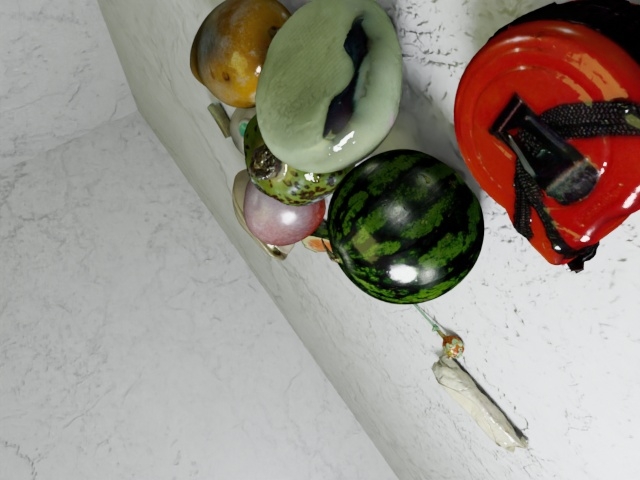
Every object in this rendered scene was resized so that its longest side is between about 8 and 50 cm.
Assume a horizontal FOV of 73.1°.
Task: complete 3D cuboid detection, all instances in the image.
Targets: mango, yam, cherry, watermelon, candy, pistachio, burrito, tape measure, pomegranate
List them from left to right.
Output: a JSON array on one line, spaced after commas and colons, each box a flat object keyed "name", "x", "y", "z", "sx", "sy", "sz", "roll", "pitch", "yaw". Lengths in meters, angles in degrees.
[{"name": "yam", "x": -0.352, "y": -0.431, "z": 1.553, "sx": 0.132, "sy": 0.054, "sz": 0.054, "roll": 60, "pitch": 160, "yaw": -11}, {"name": "mango", "x": -0.173, "y": -0.397, "z": 0.931, "sx": 0.383, "sy": 0.198, "sz": 0.222, "roll": 17, "pitch": 102, "yaw": 51}, {"name": "pistachio", "x": -0.176, "y": -0.090, "z": 1.426, "sx": 0.207, "sy": 0.226, "sz": 0.332, "roll": -29, "pitch": 83, "yaw": 30}, {"name": "cherry", "x": -0.114, "y": -0.085, "z": 1.217, "sx": 0.206, "sy": 0.239, "sz": 0.240, "roll": -112, "pitch": -3, "yaw": -71}, {"name": "pomegranate", "x": -0.050, "y": -0.185, "z": 0.915, "sx": 0.254, "sy": 0.270, "sz": 0.255, "roll": 10, "pitch": 114, "yaw": 24}, {"name": "watermelon", "x": 0.005, "y": -0.003, "z": 1.364, "sx": 0.119, "sy": 0.063, "sz": 0.245, "roll": 42, "pitch": 158, "yaw": -13}, {"name": "watermelon", "x": 0.137, "y": -0.017, "z": 0.727, "sx": 0.269, "sy": 0.268, "sz": 0.269, "roll": 47, "pitch": 158, "yaw": 26}, {"name": "candy", "x": 0.282, "y": 0.214, "z": 1.065, "sx": 0.185, "sy": 0.049, "sz": 0.056, "roll": 50, "pitch": 131, "yaw": 37}, {"name": "burrito", "x": 0.385, "y": 0.402, "z": 1.065, "sx": 0.275, "sy": 0.059, "sz": 0.082, "roll": 48, "pitch": 144, "yaw": 23}, {"name": "tape measure", "x": 0.263, "y": -0.116, "z": 0.474, "sx": 0.260, "sy": 0.114, "sz": 0.253, "roll": 51, "pitch": 159, "yaw": 18}]

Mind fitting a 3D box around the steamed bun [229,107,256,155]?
[{"name": "steamed bun", "x": -0.178, "y": -0.301, "z": 1.222, "sx": 0.228, "sy": 0.130, "sz": 0.177, "roll": 43, "pitch": 155, "yaw": 41}]

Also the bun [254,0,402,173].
[{"name": "bun", "x": 0.030, "y": -0.243, "z": 0.717, "sx": 0.283, "sy": 0.179, "sz": 0.284, "roll": -4, "pitch": 84, "yaw": 43}]
